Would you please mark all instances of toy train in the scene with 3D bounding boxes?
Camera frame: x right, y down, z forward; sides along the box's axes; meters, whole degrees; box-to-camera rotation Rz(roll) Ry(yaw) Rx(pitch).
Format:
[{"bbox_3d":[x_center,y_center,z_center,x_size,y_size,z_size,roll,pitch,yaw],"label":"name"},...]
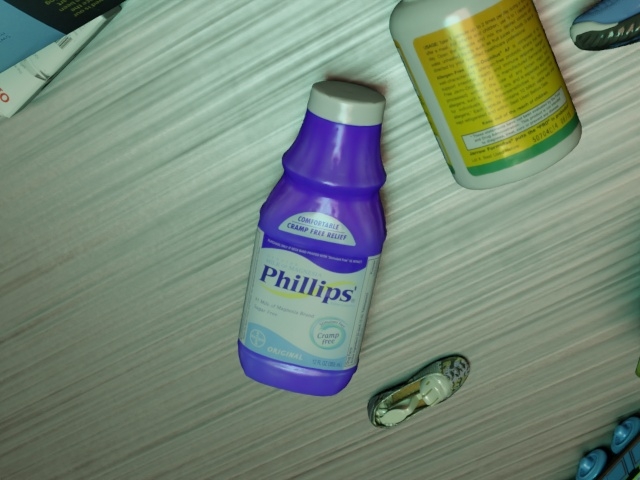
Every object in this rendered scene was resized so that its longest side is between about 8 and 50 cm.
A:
[{"bbox_3d":[0.284,0.249,1.071,0.080,0.105,0.184,35,111,-7],"label":"toy train"}]

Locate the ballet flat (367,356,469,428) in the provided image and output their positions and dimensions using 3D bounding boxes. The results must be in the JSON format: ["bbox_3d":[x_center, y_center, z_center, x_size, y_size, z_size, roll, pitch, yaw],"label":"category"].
[{"bbox_3d":[0.096,0.153,1.092,0.114,0.041,0.041,-31,105,17],"label":"ballet flat"}]

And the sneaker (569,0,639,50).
[{"bbox_3d":[0.294,-0.225,0.910,0.211,0.080,0.081,-31,88,14],"label":"sneaker"}]

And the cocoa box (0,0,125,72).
[{"bbox_3d":[-0.335,-0.251,0.845,0.347,0.228,0.231,-26,70,16],"label":"cocoa box"}]

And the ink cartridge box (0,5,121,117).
[{"bbox_3d":[-0.261,-0.191,0.992,0.135,0.056,0.099,-39,102,18],"label":"ink cartridge box"}]

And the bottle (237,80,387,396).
[{"bbox_3d":[0.000,0.000,1.015,0.118,0.092,0.283,13,112,3],"label":"bottle"}]

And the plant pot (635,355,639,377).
[{"bbox_3d":[0.427,0.094,0.932,0.293,0.275,0.275,19,113,17],"label":"plant pot"}]

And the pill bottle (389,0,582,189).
[{"bbox_3d":[0.127,-0.157,0.926,0.117,0.117,0.208,-22,107,15],"label":"pill bottle"}]
